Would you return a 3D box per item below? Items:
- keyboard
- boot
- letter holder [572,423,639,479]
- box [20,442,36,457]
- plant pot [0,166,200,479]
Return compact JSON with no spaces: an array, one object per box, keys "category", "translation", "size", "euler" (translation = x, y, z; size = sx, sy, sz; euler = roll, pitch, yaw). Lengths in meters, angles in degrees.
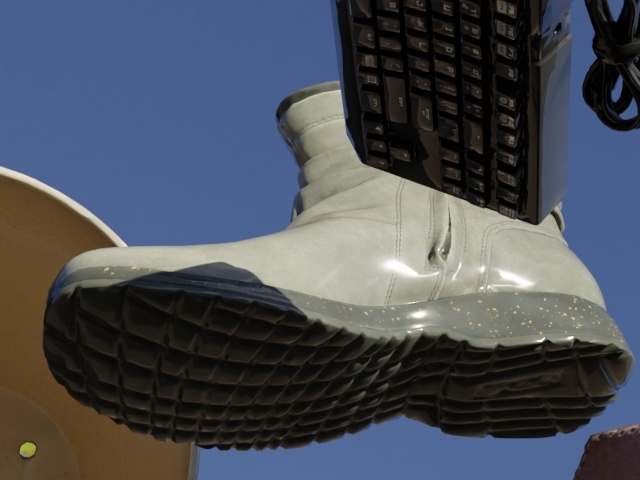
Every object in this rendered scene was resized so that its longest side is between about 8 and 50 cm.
[{"category":"keyboard","translation":[0.049,-0.066,0.542],"size":[0.108,0.023,0.180],"euler":[16,-31,16]},{"category":"boot","translation":[0.000,0.000,0.740],"size":[0.246,0.161,0.083],"euler":[5,-46,-21]},{"category":"letter holder","translation":[0.146,0.206,0.509],"size":[0.152,0.302,0.214],"euler":[37,-29,-19]},{"category":"box","translation":[-0.153,0.152,1.238],"size":[0.036,0.114,0.207],"euler":[-39,-50,8]},{"category":"plant pot","translation":[-0.199,0.121,0.938],"size":[0.284,0.284,0.191],"euler":[7,-17,2]}]
